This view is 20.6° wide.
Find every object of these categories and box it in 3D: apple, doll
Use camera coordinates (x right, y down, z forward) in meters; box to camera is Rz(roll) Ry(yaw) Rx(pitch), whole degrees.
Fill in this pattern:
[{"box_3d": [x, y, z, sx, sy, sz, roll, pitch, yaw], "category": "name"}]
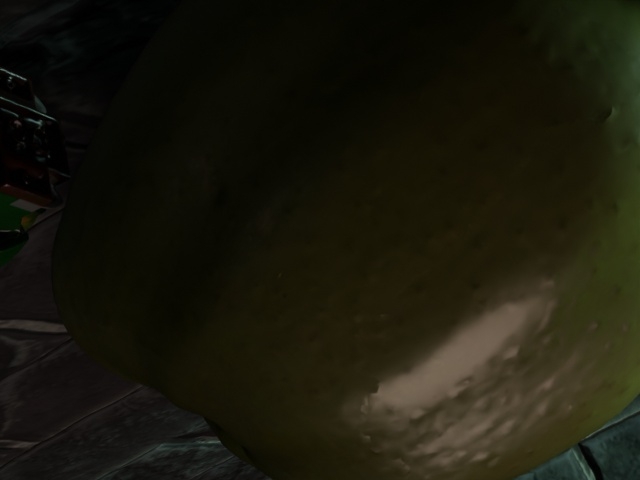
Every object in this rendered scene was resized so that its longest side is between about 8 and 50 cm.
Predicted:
[{"box_3d": [0.051, -0.007, 1.012, 0.360, 0.320, 0.311, -46, 173, -1], "category": "apple"}, {"box_3d": [-0.221, -0.026, 0.971, 0.134, 0.106, 0.186, -2, 155, -31], "category": "doll"}]
